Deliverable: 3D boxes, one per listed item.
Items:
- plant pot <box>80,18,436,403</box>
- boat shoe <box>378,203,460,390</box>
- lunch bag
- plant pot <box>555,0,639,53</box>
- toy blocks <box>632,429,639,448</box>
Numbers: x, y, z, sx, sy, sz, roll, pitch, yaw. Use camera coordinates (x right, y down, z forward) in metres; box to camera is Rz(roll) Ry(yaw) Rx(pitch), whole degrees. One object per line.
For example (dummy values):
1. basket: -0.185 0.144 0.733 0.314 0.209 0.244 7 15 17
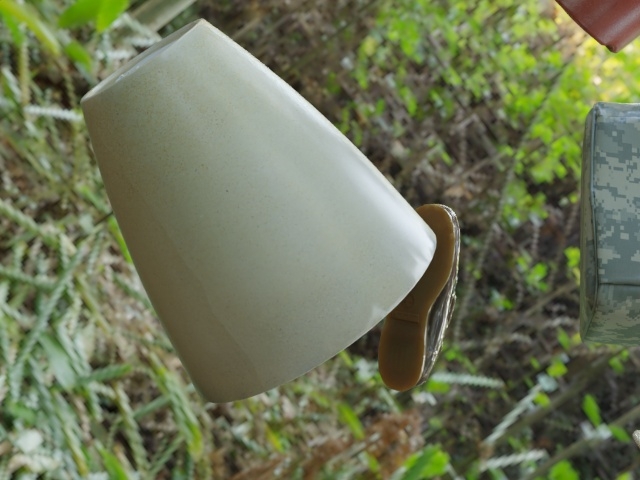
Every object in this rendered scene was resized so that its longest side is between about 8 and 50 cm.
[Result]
1. plant pot: -0.077 -0.046 1.100 0.274 0.256 0.256 57 9 -15
2. boat shoe: 0.108 0.058 1.354 0.073 0.207 0.073 19 14 23
3. lunch bag: 0.456 -0.009 1.567 0.212 0.256 0.305 66 27 -67
4. plant pot: 0.439 -0.420 1.734 0.272 0.265 0.272 39 23 -20
5. toy blocks: 0.388 0.161 1.251 0.054 0.148 0.123 49 16 15
